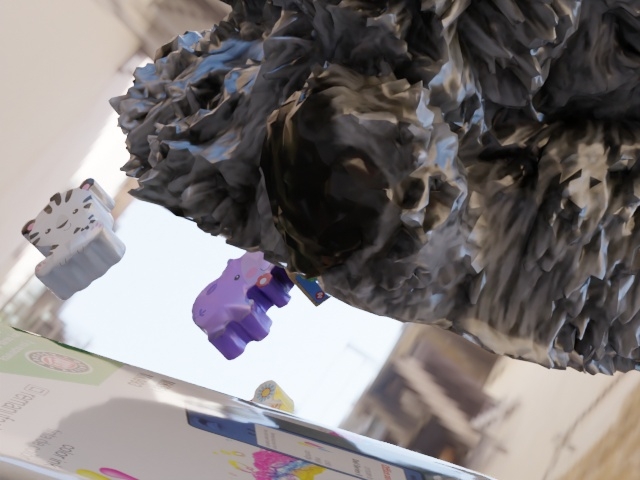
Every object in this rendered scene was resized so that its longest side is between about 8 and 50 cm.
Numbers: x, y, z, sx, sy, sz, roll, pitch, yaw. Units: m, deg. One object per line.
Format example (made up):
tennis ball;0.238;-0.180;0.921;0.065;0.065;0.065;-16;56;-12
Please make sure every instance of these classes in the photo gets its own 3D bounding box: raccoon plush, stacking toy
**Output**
raccoon plush;0.125;-0.113;0.705;0.446;0.216;0.299;16;-81;-33
stacking toy;0.000;0.000;0.863;0.221;0.052;0.167;-35;-54;7

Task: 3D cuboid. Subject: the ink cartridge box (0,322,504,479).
ink cartridge box;-0.023;0.103;0.531;0.212;0.154;0.093;19;-82;4
